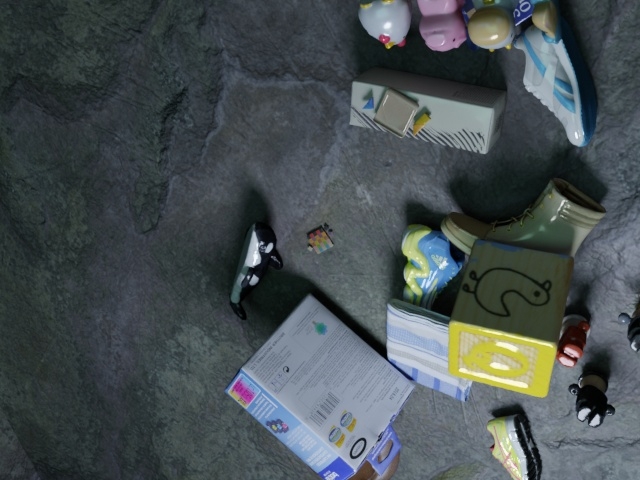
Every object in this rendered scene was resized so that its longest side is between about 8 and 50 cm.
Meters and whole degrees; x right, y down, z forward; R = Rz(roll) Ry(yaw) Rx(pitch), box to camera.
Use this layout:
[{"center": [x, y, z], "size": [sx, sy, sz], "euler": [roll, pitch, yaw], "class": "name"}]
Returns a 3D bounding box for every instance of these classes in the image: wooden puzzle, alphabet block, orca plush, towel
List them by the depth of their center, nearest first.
[{"center": [0.140, -0.234, 1.418], "size": [0.116, 0.014, 0.079], "euler": [38, 123, 5], "class": "wooden puzzle"}, {"center": [0.350, 0.143, 1.427], "size": [0.192, 0.197, 0.193], "euler": [10, 143, 19], "class": "alphabet block"}, {"center": [0.236, 0.242, 1.668], "size": [0.209, 0.034, 0.285], "euler": [20, 145, 18], "class": "towel"}, {"center": [0.000, 0.000, 1.750], "size": [0.083, 0.006, 0.049], "euler": [-28, 99, 35], "class": "wooden puzzle"}, {"center": [-0.138, 0.074, 1.806], "size": [0.102, 0.151, 0.287], "euler": [10, 121, -13], "class": "orca plush"}]

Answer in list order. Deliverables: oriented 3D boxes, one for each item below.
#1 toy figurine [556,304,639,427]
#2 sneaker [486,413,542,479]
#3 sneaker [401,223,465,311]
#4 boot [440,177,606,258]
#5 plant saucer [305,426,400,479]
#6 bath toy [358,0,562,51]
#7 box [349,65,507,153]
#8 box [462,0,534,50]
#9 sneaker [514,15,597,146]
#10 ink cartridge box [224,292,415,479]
[{"center": [0.572, 0.236, 1.489], "size": [0.209, 0.148, 0.213], "euler": [-17, 104, 27], "class": "toy figurine"}, {"center": [0.431, 0.480, 1.729], "size": [0.094, 0.081, 0.209], "euler": [-8, 104, 38], "class": "sneaker"}, {"center": [0.239, 0.081, 1.614], "size": [0.126, 0.091, 0.240], "euler": [1, 120, 20], "class": "sneaker"}, {"center": [0.381, -0.039, 1.468], "size": [0.261, 0.095, 0.204], "euler": [27, 126, 6], "class": "boot"}, {"center": [0.050, 0.518, 1.963], "size": [0.310, 0.050, 0.311], "euler": [11, 118, 22], "class": "plant saucer"}, {"center": [0.229, -0.385, 1.322], "size": [0.348, 0.152, 0.129], "euler": [5, 148, 32], "class": "bath toy"}, {"center": [0.201, -0.249, 1.454], "size": [0.275, 0.113, 0.094], "euler": [16, 122, 22], "class": "box"}, {"center": [0.318, -0.438, 1.341], "size": [0.225, 0.036, 0.136], "euler": [-29, 98, 37], "class": "box"}, {"center": [0.415, -0.271, 1.351], "size": [0.092, 0.087, 0.229], "euler": [-15, 99, 40], "class": "sneaker"}, {"center": [0.024, 0.356, 1.744], "size": [0.395, 0.270, 0.151], "euler": [40, 144, 6], "class": "ink cartridge box"}]
